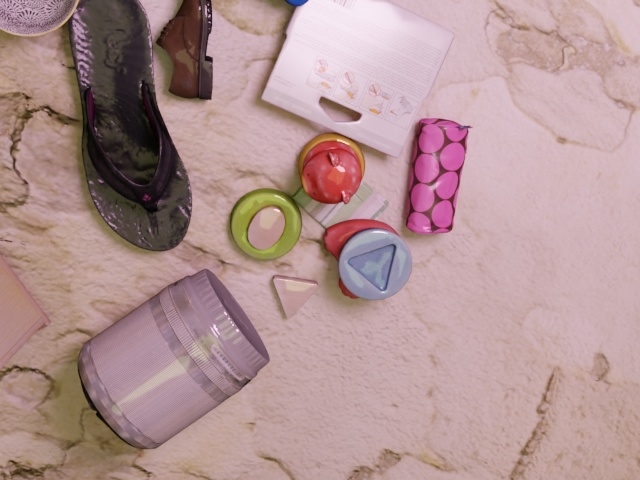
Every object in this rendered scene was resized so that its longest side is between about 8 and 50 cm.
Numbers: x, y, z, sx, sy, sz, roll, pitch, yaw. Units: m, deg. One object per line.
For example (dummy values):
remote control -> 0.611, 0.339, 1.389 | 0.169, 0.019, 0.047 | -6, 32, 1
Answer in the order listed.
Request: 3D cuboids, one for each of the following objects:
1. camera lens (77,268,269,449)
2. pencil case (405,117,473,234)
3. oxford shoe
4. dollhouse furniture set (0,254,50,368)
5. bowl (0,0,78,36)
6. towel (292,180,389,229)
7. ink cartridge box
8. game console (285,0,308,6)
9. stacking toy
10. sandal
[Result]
camera lens -> -0.254, 0.205, 1.297 | 0.274, 0.219, 0.219 | -34, 107, -1
pencil case -> 0.215, -0.115, 1.376 | 0.098, 0.095, 0.209 | 1, 106, -27
oxford shoe -> -0.224, -0.347, 1.240 | 0.096, 0.083, 0.227 | 1, 102, -6
dollhouse furniture set -> -0.700, 0.199, 1.252 | 0.394, 0.256, 0.362 | -25, 107, 18
bowl -> -0.451, -0.402, 1.179 | 0.170, 0.080, 0.170 | -1, 100, -4
towel -> 0.039, -0.071, 1.386 | 0.152, 0.023, 0.113 | 39, 93, -17
ink cartridge box -> 0.062, -0.305, 1.314 | 0.275, 0.060, 0.238 | 22, 99, -15
game console -> -0.055, -0.574, 1.211 | 0.250, 0.173, 0.293 | 37, 96, -35
stacking toy -> 0.000, 0.000, 1.325 | 0.280, 0.130, 0.309 | -29, 106, 4
sandal -> -0.325, -0.185, 1.246 | 0.168, 0.107, 0.445 | -13, 105, -7
